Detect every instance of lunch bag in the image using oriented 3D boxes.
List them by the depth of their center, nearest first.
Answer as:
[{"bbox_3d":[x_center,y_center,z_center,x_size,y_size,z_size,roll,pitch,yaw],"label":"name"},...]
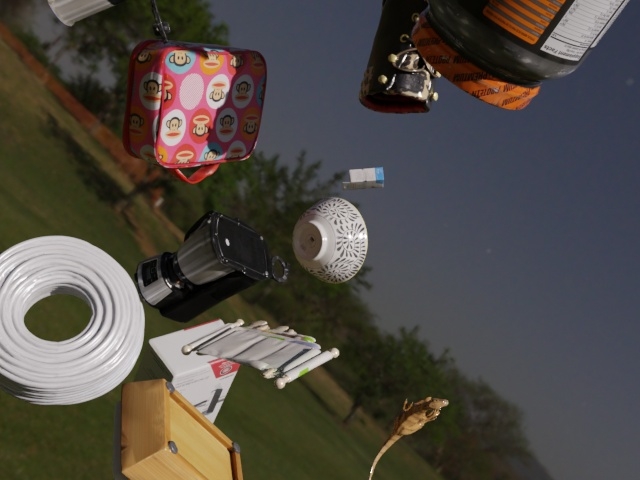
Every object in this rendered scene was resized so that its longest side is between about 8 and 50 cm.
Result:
[{"bbox_3d":[-0.229,-0.235,1.755,0.120,0.258,0.293,15,14,33],"label":"lunch bag"}]

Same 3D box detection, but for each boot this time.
[{"bbox_3d":[0.181,-0.367,1.562,0.138,0.284,0.377,16,-5,-22],"label":"boot"}]

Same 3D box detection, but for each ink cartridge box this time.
[{"bbox_3d":[0.083,-0.123,1.889,0.048,0.083,0.028,85,1,-73],"label":"ink cartridge box"},{"bbox_3d":[-0.311,0.326,2.115,0.197,0.272,0.114,-14,52,-41],"label":"ink cartridge box"}]

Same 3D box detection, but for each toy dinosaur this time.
[{"bbox_3d":[0.151,0.337,1.715,0.064,0.211,0.112,44,26,13],"label":"toy dinosaur"}]

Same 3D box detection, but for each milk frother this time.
[{"bbox_3d":[-0.301,-0.339,1.360,0.129,0.135,0.143,1,71,-76],"label":"milk frother"}]

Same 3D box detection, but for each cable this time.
[{"bbox_3d":[-0.391,0.116,1.413,0.257,0.257,0.089,11,-32,-9],"label":"cable"}]

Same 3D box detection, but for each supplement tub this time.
[{"bbox_3d":[0.142,-0.181,0.574,0.117,0.190,0.117,23,34,-17],"label":"supplement tub"}]

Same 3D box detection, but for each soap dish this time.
[{"bbox_3d":[-0.254,0.409,1.744,0.291,0.118,0.229,51,12,-31],"label":"soap dish"}]

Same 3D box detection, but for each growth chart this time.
[{"bbox_3d":[-0.090,0.164,1.436,0.237,0.021,0.172,10,19,40],"label":"growth chart"}]

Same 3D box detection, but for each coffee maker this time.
[{"bbox_3d":[-0.173,0.057,1.488,0.171,0.178,0.120,45,33,-27],"label":"coffee maker"}]

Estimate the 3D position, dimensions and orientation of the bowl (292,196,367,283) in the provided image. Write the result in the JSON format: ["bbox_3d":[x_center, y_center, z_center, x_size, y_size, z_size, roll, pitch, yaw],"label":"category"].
[{"bbox_3d":[0.000,0.000,1.823,0.170,0.170,0.080,40,24,32],"label":"bowl"}]
